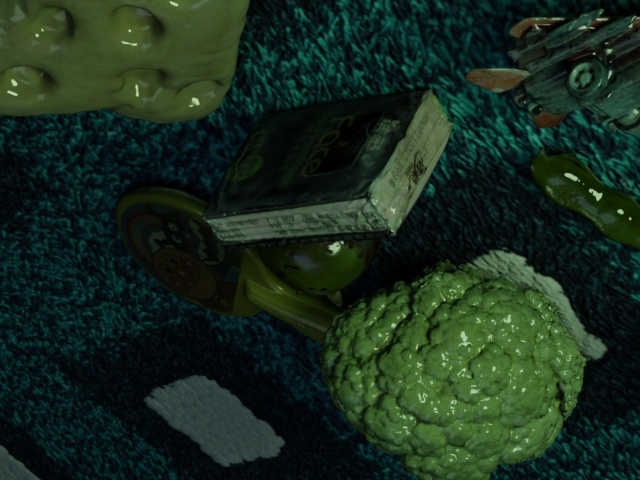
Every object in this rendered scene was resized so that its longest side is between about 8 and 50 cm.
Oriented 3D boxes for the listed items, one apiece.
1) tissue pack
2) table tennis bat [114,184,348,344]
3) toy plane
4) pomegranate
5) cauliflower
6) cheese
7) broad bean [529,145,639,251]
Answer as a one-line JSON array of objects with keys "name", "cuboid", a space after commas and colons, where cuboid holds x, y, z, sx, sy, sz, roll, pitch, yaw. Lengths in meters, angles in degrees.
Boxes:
[{"name": "tissue pack", "cuboid": [0.005, -0.073, 1.565, 0.235, 0.173, 0.073, -4, 132, 39]}, {"name": "table tennis bat", "cuboid": [-0.106, 0.047, 1.901, 0.368, 0.054, 0.224, 27, 146, 9]}, {"name": "toy plane", "cuboid": [0.300, -0.166, 1.307, 0.326, 0.104, 0.223, -10, 157, 38]}, {"name": "pomegranate", "cuboid": [0.006, -0.001, 1.694, 0.148, 0.148, 0.169, 9, 165, 26]}, {"name": "cauliflower", "cuboid": [0.159, 0.149, 1.744, 0.275, 0.272, 0.250, 51, -175, 2]}, {"name": "cheese", "cuboid": [-0.230, -0.246, 1.443, 0.351, 0.130, 0.328, 5, 150, -18]}, {"name": "broad bean", "cuboid": [0.323, -0.017, 1.532, 0.256, 0.052, 0.053, 32, -173, -9]}]
